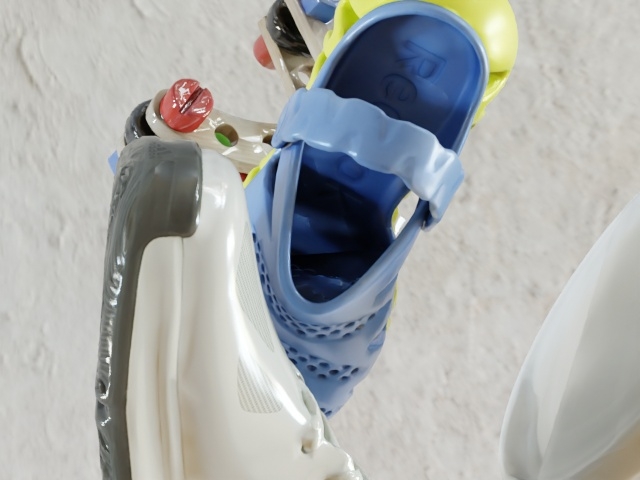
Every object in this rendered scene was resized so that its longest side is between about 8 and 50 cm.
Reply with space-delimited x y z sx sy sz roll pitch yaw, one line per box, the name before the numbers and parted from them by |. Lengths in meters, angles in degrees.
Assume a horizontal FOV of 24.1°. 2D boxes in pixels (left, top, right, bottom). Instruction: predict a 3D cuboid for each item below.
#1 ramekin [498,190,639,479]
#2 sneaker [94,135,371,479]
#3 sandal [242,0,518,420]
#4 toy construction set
ramekin | 0.238 0.074 0.929 0.127 0.273 0.273 33 97 -9
sneaker | 0.020 0.141 0.815 0.257 0.169 0.447 -5 118 -3
sandal | 0.000 0.000 0.822 0.126 0.138 0.317 21 124 0
toy construction set | 0.018 -0.091 1.191 0.237 0.257 0.309 45 114 0
